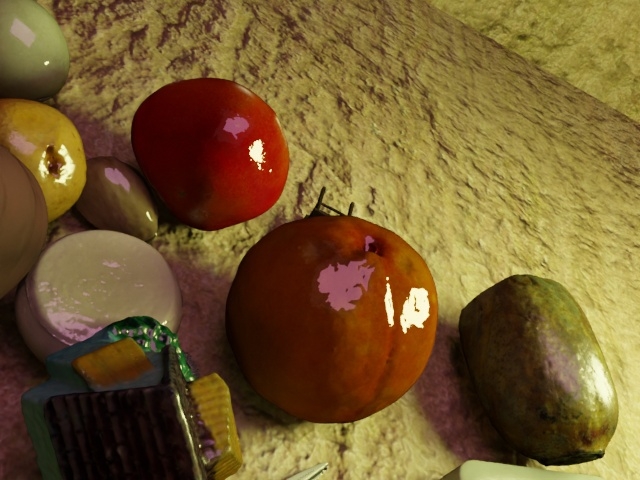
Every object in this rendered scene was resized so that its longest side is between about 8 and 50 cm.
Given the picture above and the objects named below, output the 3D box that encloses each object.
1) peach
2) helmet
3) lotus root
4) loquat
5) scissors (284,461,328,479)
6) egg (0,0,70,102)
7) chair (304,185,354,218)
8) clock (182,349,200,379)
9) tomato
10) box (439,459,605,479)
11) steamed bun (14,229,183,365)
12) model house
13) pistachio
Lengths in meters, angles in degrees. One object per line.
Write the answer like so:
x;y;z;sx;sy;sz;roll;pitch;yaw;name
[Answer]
0.020;0.115;1.102;0.343;0.301;0.342;20;42;-19;peach
-0.511;-0.011;0.906;0.270;0.338;0.197;56;21;4;helmet
0.415;0.254;1.296;0.251;0.250;0.345;10;48;-27;lotus root
-0.475;-0.122;1.077;0.208;0.208;0.208;19;42;-18;loquat
-0.054;0.372;1.011;0.176;0.022;0.085;-16;57;-40;scissors
-0.575;-0.363;1.266;0.253;0.186;0.187;50;42;12;egg
0.000;0.000;1.364;0.084;0.101;0.212;27;39;-9;chair
-0.225;0.205;1.071;0.074;0.010;0.083;-15;60;-43;clock
-0.203;-0.151;1.231;0.299;0.298;0.226;32;43;-3;tomato
0.378;0.547;1.082;0.373;0.090;0.367;14;42;-22;box
-0.323;0.105;0.997;0.232;0.145;0.231;13;50;-16;steamed bun
-0.175;0.246;0.797;0.230;0.249;0.280;-24;106;-46;model house
-0.355;-0.072;1.192;0.185;0.108;0.126;44;63;0;pistachio
